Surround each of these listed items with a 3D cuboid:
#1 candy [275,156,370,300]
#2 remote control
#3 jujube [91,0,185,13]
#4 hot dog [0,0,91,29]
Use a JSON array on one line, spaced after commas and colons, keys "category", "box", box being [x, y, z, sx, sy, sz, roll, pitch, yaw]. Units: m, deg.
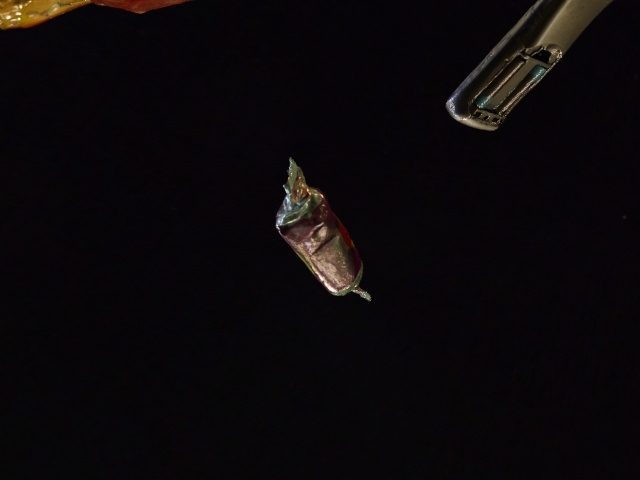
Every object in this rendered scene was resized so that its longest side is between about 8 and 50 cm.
[{"category": "candy", "box": [0.000, 0.000, 1.002, 0.043, 0.175, 0.045, -28, -132, 5]}, {"category": "remote control", "box": [0.169, -0.155, 0.904, 0.212, 0.059, 0.028, -47, -125, 25]}, {"category": "jujube", "box": [-0.065, -0.179, 0.655, 0.176, 0.109, 0.112, -17, -136, 30]}, {"category": "hot dog", "box": [-0.161, -0.224, 0.976, 0.115, 0.269, 0.072, 40, -42, 21]}]
